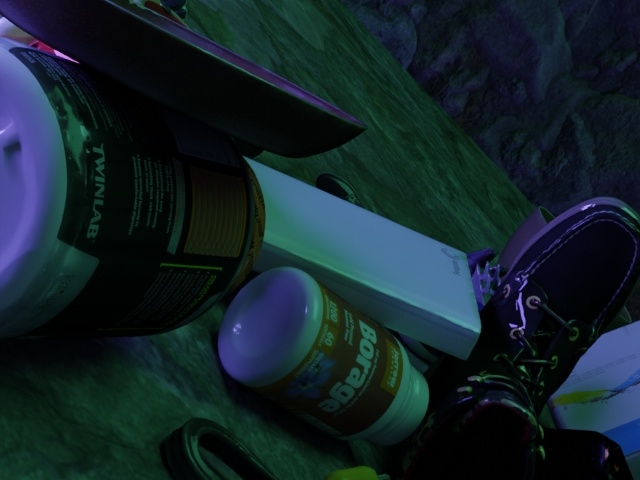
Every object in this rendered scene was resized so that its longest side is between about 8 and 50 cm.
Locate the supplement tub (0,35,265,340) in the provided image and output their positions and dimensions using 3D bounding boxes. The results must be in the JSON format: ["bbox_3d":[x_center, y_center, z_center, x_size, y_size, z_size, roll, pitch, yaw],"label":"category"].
[{"bbox_3d":[-0.171,-0.025,0.852,0.193,0.193,0.316,55,15,16],"label":"supplement tub"}]

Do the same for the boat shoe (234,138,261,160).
[{"bbox_3d":[-0.096,-0.162,1.577,0.114,0.091,0.302,47,16,-15],"label":"boat shoe"}]

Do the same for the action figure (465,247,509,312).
[{"bbox_3d":[0.220,0.163,1.581,0.185,0.099,0.285,26,56,-51],"label":"action figure"}]

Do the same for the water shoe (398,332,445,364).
[{"bbox_3d":[0.178,0.136,1.691,0.203,0.080,0.073,41,17,-32],"label":"water shoe"}]

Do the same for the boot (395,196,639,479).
[{"bbox_3d":[0.215,0.137,1.280,0.138,0.377,0.284,42,21,-2],"label":"boot"}]

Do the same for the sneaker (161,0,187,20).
[{"bbox_3d":[-0.291,-0.366,1.540,0.275,0.107,0.110,48,-5,-27],"label":"sneaker"}]

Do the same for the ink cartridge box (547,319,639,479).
[{"bbox_3d":[0.483,0.303,1.867,0.270,0.197,0.198,-105,171,-57],"label":"ink cartridge box"}]

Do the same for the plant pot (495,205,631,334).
[{"bbox_3d":[0.443,0.102,2.322,0.284,0.191,0.284,45,16,-17],"label":"plant pot"}]

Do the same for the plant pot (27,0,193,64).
[{"bbox_3d":[-0.184,-0.125,1.092,0.191,0.174,0.191,48,13,-15],"label":"plant pot"}]

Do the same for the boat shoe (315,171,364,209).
[{"bbox_3d":[0.041,-0.046,1.782,0.133,0.049,0.042,53,7,-8],"label":"boat shoe"}]

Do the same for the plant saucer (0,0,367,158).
[{"bbox_3d":[-0.113,-0.134,0.861,0.311,0.050,0.310,26,8,-4],"label":"plant saucer"}]

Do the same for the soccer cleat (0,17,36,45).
[{"bbox_3d":[-0.268,-0.188,1.202,0.076,0.068,0.196,56,13,8],"label":"soccer cleat"}]

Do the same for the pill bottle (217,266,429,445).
[{"bbox_3d":[0.011,0.123,1.164,0.216,0.121,0.121,36,21,-41],"label":"pill bottle"}]

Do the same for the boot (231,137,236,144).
[{"bbox_3d":[-0.183,-0.181,1.224,0.246,0.083,0.161,48,-16,41],"label":"boot"}]

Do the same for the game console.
[{"bbox_3d":[0.316,0.382,1.361,0.213,0.044,0.361,-11,-78,62],"label":"game console"}]

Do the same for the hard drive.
[{"bbox_3d":[0.000,0.000,1.295,0.353,0.047,0.233,24,19,-6],"label":"hard drive"}]

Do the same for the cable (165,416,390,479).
[{"bbox_3d":[-0.020,0.237,0.992,0.287,0.072,0.139,21,48,-39],"label":"cable"}]
